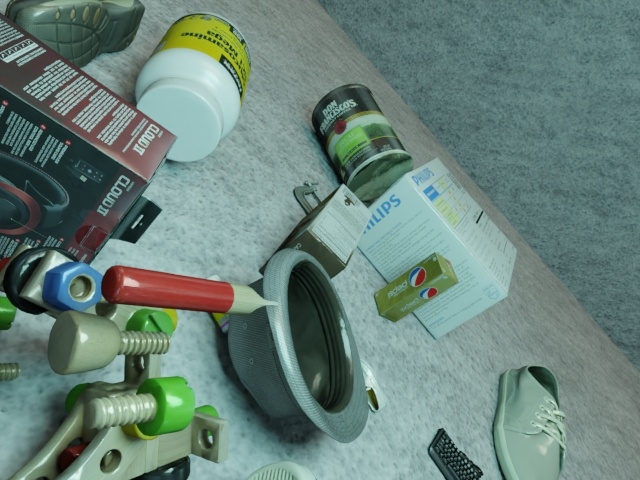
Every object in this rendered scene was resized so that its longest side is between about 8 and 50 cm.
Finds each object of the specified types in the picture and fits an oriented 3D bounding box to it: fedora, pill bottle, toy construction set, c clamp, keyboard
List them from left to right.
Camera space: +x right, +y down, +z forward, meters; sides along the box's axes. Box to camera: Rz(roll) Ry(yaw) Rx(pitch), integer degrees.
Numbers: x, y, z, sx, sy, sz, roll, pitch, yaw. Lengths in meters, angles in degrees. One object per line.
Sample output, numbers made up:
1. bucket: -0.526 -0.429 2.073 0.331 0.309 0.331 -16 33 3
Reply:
1. toy construction set: -0.157 0.124 0.425 0.237 0.309 0.257 16 50 -51
2. pill bottle: -0.240 -0.299 0.900 0.188 0.188 0.333 32 33 -27
3. pill bottle: -0.148 0.095 0.706 0.083 0.043 0.043 56 30 13
4. fedora: -0.043 0.154 0.668 0.244 0.124 0.275 -4 74 -69
5. c clamp: -0.001 -0.088 1.140 0.137 0.022 0.160 -5 59 -56
6. keyboard: 0.279 0.446 0.887 0.180 0.023 0.108 55 30 10

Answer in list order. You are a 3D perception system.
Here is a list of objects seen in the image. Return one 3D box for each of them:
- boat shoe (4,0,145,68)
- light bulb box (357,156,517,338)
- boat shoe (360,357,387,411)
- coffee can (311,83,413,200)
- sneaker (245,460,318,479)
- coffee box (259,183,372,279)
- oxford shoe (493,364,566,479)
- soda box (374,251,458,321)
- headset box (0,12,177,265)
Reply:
1. boat shoe: -0.448 -0.399 0.829 0.130 0.132 0.355 31 24 -10
2. light bulb box: 0.310 0.000 1.248 0.361 0.225 0.358 50 30 4
3. boat shoe: 0.082 0.258 0.834 0.035 0.035 0.100 -9 69 -60
4. coffee can: 0.117 -0.282 1.345 0.202 0.201 0.275 10 47 -48
5. sneaker: -0.016 0.409 0.442 0.148 0.131 0.349 53 31 -42
6. coffee box: 0.000 0.000 0.920 0.098 0.141 0.246 46 30 -7
7. oxford shoe: 0.505 0.440 1.093 0.169 0.130 0.449 48 30 -4
8. soda box: 0.207 0.106 1.028 0.058 0.181 0.061 27 36 -34
9. headset box: -0.322 -0.088 0.510 0.293 0.218 0.110 34 32 -22
